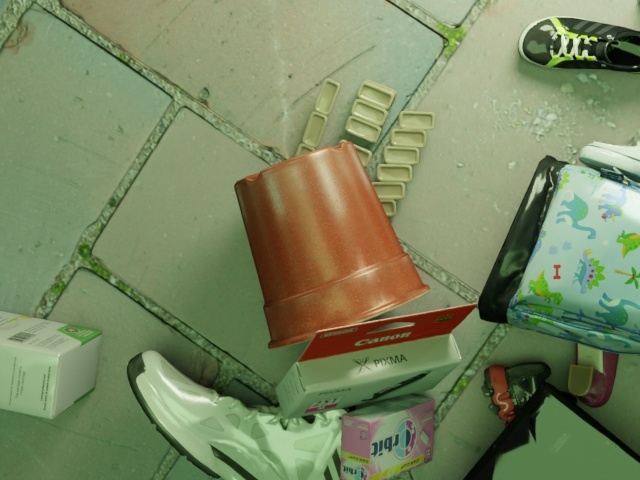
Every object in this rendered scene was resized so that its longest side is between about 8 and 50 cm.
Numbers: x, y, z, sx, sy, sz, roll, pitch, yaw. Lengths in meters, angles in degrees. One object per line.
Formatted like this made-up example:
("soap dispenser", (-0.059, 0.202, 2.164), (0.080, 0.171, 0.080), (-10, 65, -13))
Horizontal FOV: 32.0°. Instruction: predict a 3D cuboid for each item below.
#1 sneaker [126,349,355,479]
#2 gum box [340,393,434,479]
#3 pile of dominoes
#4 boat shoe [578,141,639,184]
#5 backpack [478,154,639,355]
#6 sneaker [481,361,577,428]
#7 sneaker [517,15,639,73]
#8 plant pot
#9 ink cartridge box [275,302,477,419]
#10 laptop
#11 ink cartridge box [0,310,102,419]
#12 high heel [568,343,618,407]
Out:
("sneaker", (-0.096, 0.292, 1.878), (0.447, 0.169, 0.257), (45, 92, -7))
("gum box", (0.114, 0.321, 1.822), (0.062, 0.188, 0.107), (8, 101, 40))
("pile of dominoes", (0.063, -0.137, 1.856), (0.196, 0.040, 0.251), (23, 108, 5))
("boat shoe", (0.523, -0.125, 1.762), (0.226, 0.083, 0.075), (18, 84, -2))
("backpack", (0.451, 0.041, 1.668), (0.356, 0.273, 0.290), (24, 80, 9))
("sneaker", (0.368, 0.319, 1.820), (0.135, 0.097, 0.276), (-22, 92, 13))
("sneaker", (0.426, -0.307, 1.736), (0.235, 0.097, 0.084), (5, 97, 8))
("plant pot", (0.000, 0.000, 1.758), (0.272, 0.272, 0.265), (-20, 90, 11))
("ink cartridge box", (0.091, 0.189, 1.729), (0.275, 0.239, 0.060), (-8, 67, -22))
("laptop", (0.419, 0.491, 1.808), (0.408, 0.236, 0.382), (40, 100, 15))
("ink cartridge box", (-0.540, 0.199, 1.892), (0.278, 0.201, 0.117), (10, 98, 8))
("high heel", (0.463, 0.150, 1.817), (0.082, 0.117, 0.244), (3, 75, 33))
